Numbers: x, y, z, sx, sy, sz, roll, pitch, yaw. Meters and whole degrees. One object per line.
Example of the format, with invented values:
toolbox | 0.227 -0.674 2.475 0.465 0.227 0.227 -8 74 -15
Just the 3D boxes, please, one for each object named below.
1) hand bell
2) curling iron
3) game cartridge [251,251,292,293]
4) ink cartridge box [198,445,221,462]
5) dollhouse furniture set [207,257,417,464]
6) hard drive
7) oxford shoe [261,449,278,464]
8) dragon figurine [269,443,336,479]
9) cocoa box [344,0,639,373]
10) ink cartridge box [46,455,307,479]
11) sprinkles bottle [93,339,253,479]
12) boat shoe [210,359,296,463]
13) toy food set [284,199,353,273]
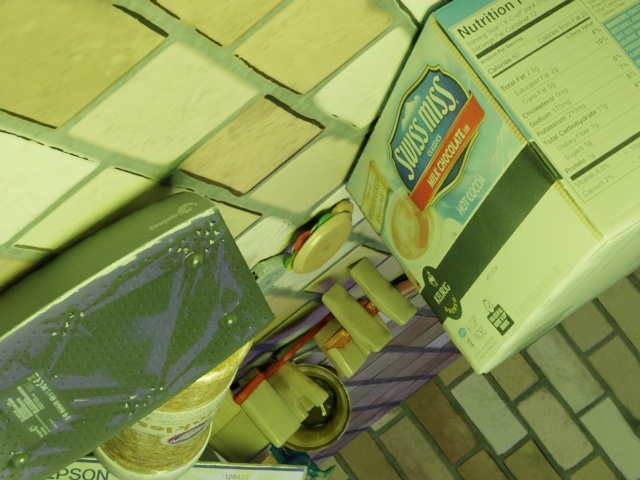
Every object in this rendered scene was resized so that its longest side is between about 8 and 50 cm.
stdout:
hand bell | -0.005 0.219 2.351 0.126 0.126 0.242 -39 -179 10
curling iron | 0.045 0.106 2.144 0.274 0.035 0.068 -29 166 -36
game cartridge | -0.064 0.043 1.621 0.083 0.017 0.056 -44 163 33
ink cartridge box | -0.170 0.257 1.941 0.056 0.099 0.135 -35 170 -13
dollhouse furniture set | -0.051 0.150 1.904 0.262 0.135 0.259 -45 177 37
hard drive | -0.168 0.076 1.188 0.254 0.054 0.172 -34 142 -7
oxford shoe | -0.180 0.391 2.385 0.169 0.130 0.449 -31 169 -34
dragon figurine | -0.071 0.363 2.432 0.289 0.144 0.085 -51 167 -55
cocoa box | 0.201 -0.079 1.384 0.231 0.228 0.347 -32 168 -21
ink cartridge box | -0.192 0.358 1.809 0.303 0.072 0.307 5 114 -16
sprinkles bottle | -0.142 0.124 1.445 0.121 0.121 0.355 -32 167 -21
boat shoe | -0.124 0.267 2.125 0.277 0.096 0.098 -39 168 10
toy food set | 0.000 0.000 1.590 0.082 0.020 0.083 -30 156 -42
